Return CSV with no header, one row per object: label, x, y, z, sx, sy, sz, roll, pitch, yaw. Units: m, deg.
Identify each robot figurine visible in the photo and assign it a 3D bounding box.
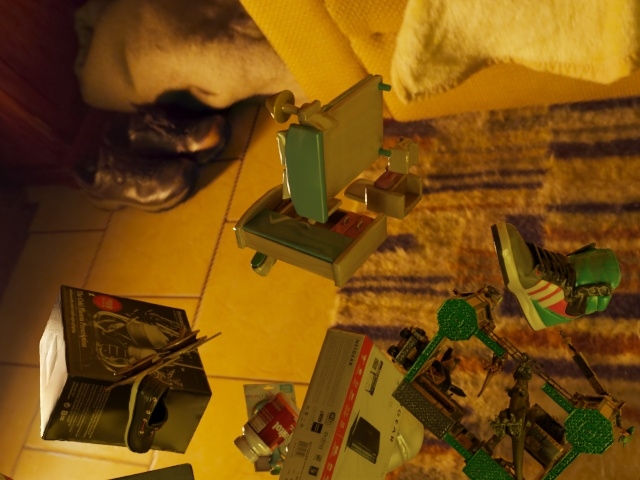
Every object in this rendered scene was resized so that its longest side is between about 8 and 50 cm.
robot figurine,0.099,0.476,1.754,0.353,0.300,0.200,-25,40,-10

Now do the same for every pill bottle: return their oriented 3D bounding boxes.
pill bottle,-0.113,0.410,1.590,0.152,0.086,0.086,-42,50,-11

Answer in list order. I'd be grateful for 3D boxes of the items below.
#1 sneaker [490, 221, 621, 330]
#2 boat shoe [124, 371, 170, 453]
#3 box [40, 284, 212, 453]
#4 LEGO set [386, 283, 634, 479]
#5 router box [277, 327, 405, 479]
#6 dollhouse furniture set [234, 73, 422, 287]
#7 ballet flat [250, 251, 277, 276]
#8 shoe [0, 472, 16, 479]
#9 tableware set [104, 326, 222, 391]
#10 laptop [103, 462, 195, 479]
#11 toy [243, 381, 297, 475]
sneaker,0.409,0.048,1.237,0.178,0.295,0.124,-19,50,21
boat shoe,-0.218,0.227,0.923,0.042,0.133,0.049,21,32,10
box,-0.449,0.286,1.643,0.179,0.312,0.343,-63,31,19
LEGO set,0.277,0.220,1.063,0.331,0.192,0.255,33,112,25
router box,0.054,0.377,1.401,0.082,0.301,0.335,7,67,29
dollhouse furniture set,0.003,-0.139,1.088,0.198,0.303,0.286,20,45,28
ballet flat,-0.107,0.008,1.666,0.057,0.052,0.168,11,61,42
shoe,-0.529,0.449,1.263,0.178,0.081,0.063,26,83,20
tableware set,-0.275,0.192,1.247,0.128,0.194,0.039,-24,91,38
laptop,-0.366,0.525,1.217,0.382,0.408,0.236,-7,75,-19
toy,-0.123,0.483,1.841,0.137,0.056,0.237,-6,100,13
